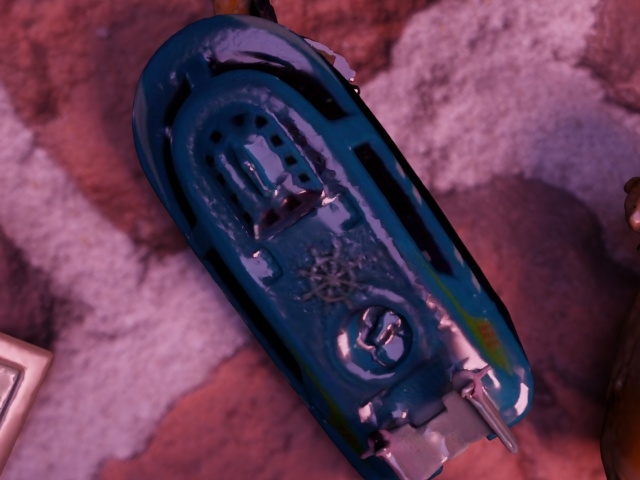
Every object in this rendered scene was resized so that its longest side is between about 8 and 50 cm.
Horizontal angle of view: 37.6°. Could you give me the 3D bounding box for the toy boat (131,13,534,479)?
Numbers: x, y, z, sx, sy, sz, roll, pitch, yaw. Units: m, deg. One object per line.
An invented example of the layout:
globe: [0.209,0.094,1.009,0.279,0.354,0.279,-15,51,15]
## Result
toy boat: [0.000,0.000,0.525,0.134,0.092,0.299,-36,87,5]

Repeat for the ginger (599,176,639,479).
ginger: [0.284,0.114,0.503,0.256,0.176,0.375,-35,82,5]

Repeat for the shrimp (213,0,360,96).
shrimp: [0.037,-0.161,0.606,0.219,0.046,0.152,3,76,1]

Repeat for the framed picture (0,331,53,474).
framed picture: [-0.301,0.101,0.454,0.289,0.016,0.213,30,74,-33]
